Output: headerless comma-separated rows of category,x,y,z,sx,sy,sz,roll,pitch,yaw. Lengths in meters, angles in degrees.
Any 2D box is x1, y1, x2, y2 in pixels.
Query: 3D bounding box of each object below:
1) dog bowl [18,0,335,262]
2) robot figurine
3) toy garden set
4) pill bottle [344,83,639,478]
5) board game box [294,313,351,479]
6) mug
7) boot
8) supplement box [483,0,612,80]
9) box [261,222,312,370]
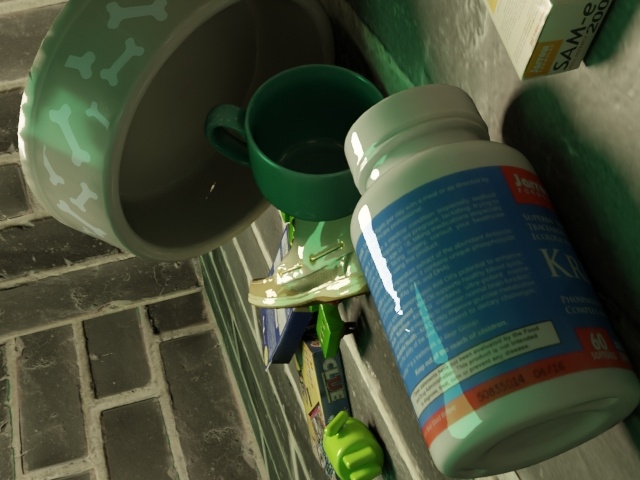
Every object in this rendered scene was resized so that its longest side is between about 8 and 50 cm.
dog bowl,-0.121,-0.131,0.977,0.102,0.349,0.349,34,147,27
robot figurine,0.042,0.274,1.293,0.101,0.067,0.115,67,173,-19
toy garden set,0.000,0.000,1.233,0.204,0.049,0.244,97,157,-66
pill bottle,0.090,0.018,0.594,0.124,0.124,0.221,96,157,-60
board game box,0.007,0.248,1.503,0.165,0.042,0.243,-135,33,-69
mug,-0.011,-0.090,0.915,0.158,0.129,0.097,37,156,22
boot,-0.013,-0.014,1.054,0.213,0.077,0.165,-14,88,49
supplement box,0.110,-0.143,0.519,0.062,0.036,0.098,100,155,-63
box,-0.052,0.091,1.467,0.225,0.036,0.136,115,153,-56
